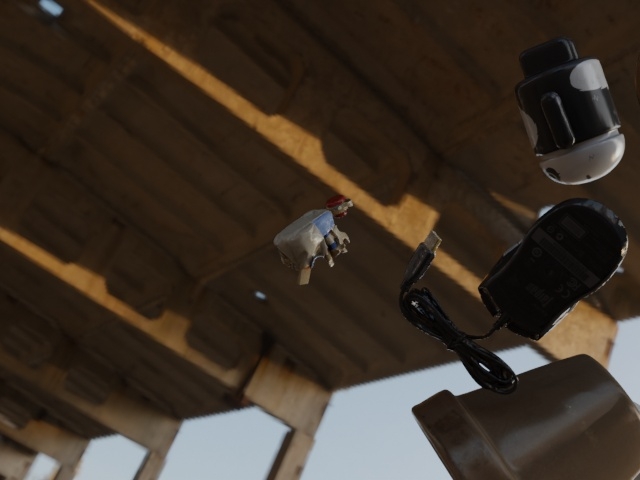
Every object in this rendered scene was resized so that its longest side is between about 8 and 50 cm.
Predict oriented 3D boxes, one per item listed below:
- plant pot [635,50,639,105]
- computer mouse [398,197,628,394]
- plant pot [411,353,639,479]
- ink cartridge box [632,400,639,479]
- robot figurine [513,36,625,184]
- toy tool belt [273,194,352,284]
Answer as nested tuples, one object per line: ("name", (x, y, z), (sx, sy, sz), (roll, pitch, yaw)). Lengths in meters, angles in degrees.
("plant pot", (0.507, -0.196, 1.118), (0.237, 0.109, 0.237), (-3, -57, -5))
("computer mouse", (0.205, 0.029, 1.050), (0.184, 0.060, 0.262), (38, -59, 10))
("plant pot", (0.273, 0.257, 1.169), (0.263, 0.229, 0.263), (57, -1, 2))
("ink cartridge box", (0.414, 0.367, 1.569), (0.197, 0.114, 0.273), (31, -67, 5))
("robot figurine", (0.472, -0.245, 1.819), (0.173, 0.209, 0.278), (-17, -87, 65))
("toy tool belt", (0.000, 0.000, 0.857), (0.052, 0.083, 0.051), (3, -57, 50))
